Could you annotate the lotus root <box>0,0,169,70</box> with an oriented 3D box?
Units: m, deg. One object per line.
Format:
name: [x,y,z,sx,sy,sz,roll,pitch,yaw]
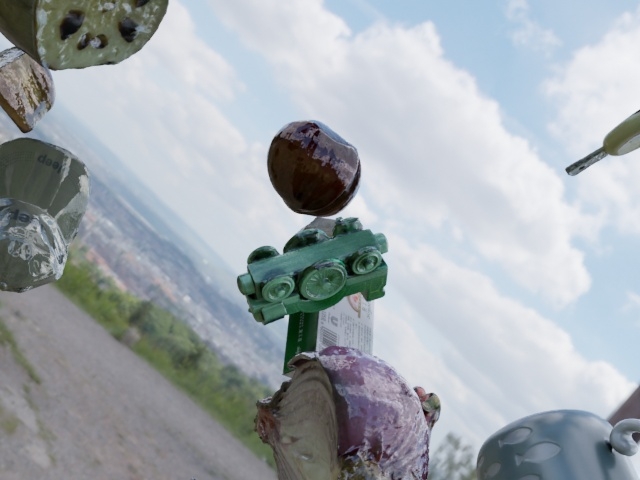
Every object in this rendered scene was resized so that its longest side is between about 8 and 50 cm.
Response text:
lotus root: [-0.348,-0.392,0.982,0.346,0.250,0.250,55,-4,13]

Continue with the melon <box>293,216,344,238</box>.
melon: [0.005,0.001,1.472,0.093,0.139,0.202,56,2,6]

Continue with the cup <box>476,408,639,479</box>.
cup: [0.419,0.404,1.278,0.259,0.356,0.274,14,46,-32]

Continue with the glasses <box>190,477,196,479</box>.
glasses: [-0.129,0.428,1.030,0.220,0.189,0.088,46,-21,0]

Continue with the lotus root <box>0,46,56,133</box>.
lotus root: [-0.504,-0.271,1.387,0.159,0.095,0.135,-107,176,-50]

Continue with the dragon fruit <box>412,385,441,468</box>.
dragon fruit: [0.118,0.297,1.271,0.150,0.208,0.133,37,-43,22]

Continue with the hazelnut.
hazelnut: [-0.020,-0.136,1.523,0.178,0.178,0.204,40,0,29]

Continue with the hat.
hat: [-0.515,-0.043,1.429,0.214,0.244,0.149,20,19,-30]

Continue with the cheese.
cheese: [0.654,-0.211,1.826,0.127,0.235,0.049,6,56,-51]

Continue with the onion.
onion: [0.031,0.262,1.077,0.159,0.267,0.349,4,4,-20]

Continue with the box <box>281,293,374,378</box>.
box: [0.018,0.148,1.345,0.081,0.199,0.135,-24,-44,39]

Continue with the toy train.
toy train: [-0.007,0.040,0.922,0.104,0.178,0.071,90,-22,-49]
